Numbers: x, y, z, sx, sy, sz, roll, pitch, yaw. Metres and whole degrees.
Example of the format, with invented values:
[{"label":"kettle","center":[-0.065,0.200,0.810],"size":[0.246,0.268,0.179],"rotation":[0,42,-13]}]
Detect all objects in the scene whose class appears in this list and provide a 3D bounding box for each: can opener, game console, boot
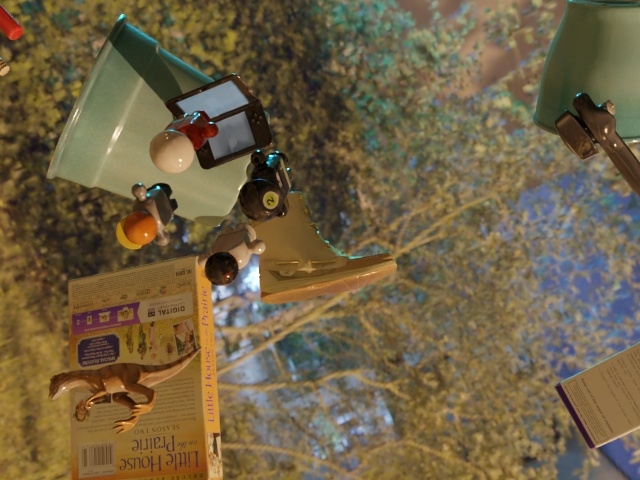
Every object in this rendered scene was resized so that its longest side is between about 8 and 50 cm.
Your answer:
[{"label":"can opener","center":[0.381,-0.118,1.158],"size":[0.186,0.073,0.059],"rotation":[40,34,-22]},{"label":"game console","center":[-0.172,-0.199,1.523],"size":[0.085,0.144,0.124],"rotation":[-12,84,-73]},{"label":"boot","center":[0.000,0.000,1.692],"size":[0.095,0.262,0.203],"rotation":[77,1,-71]}]

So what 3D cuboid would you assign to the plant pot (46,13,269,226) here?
[{"label":"plant pot","center":[-0.299,-0.202,1.719],"size":[0.334,0.341,0.341],"rotation":[26,8,-13]}]

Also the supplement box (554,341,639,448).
[{"label":"supplement box","center":[0.485,0.210,1.330],"size":[0.111,0.220,0.114],"rotation":[-4,61,-52]}]

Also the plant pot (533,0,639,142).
[{"label":"plant pot","center":[0.570,-0.356,1.774],"size":[0.271,0.272,0.255],"rotation":[-118,-157,-62]}]

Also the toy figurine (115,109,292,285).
[{"label":"toy figurine","center":[-0.160,-0.054,1.248],"size":[0.213,0.209,0.148],"rotation":[29,27,-6]}]

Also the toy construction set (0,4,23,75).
[{"label":"toy construction set","center":[-0.588,-0.270,1.166],"size":[0.237,0.309,0.257],"rotation":[48,-23,7]}]

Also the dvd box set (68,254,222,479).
[{"label":"dvd box set","center":[-0.340,0.258,1.701],"size":[0.062,0.308,0.420],"rotation":[26,55,-63]}]

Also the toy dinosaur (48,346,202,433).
[{"label":"toy dinosaur","center":[-0.239,0.180,1.149],"size":[0.064,0.212,0.112],"rotation":[109,-32,-45]}]
